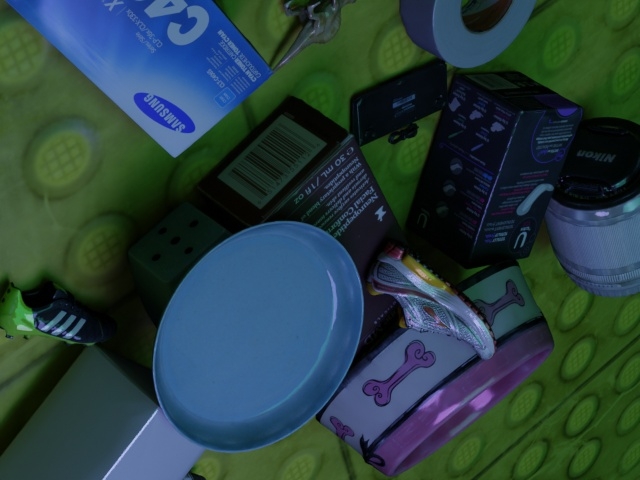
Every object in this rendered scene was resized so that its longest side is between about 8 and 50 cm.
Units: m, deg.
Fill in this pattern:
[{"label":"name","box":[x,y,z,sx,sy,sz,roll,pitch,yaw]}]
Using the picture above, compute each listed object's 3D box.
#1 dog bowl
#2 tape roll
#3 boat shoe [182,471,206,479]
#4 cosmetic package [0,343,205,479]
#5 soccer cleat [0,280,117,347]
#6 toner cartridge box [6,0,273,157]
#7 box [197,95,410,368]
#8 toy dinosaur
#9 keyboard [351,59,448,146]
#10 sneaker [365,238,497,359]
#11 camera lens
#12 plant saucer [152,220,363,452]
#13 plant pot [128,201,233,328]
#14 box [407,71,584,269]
[{"label":"dog bowl","box":[0.196,0.215,2.048,0.408,0.150,0.408,-35,164,-12]},{"label":"tape roll","box":[0.216,-0.359,1.831,0.219,0.072,0.219,-26,134,-30]},{"label":"boat shoe","box":[-0.241,0.453,1.970,0.070,0.077,0.219,24,98,-50]},{"label":"cosmetic package","box":[-0.325,0.337,1.716,0.365,0.155,0.197,-53,152,-3]},{"label":"soccer cleat","box":[-0.325,0.091,1.631,0.179,0.060,0.072,9,109,-45]},{"label":"toner cartridge box","box":[-0.208,-0.249,1.455,0.165,0.075,0.348,-40,142,5]},{"label":"box","box":[0.000,0.000,1.830,0.191,0.143,0.381,-45,142,-11]},{"label":"toy dinosaur","box":[-0.008,-0.284,1.676,0.183,0.053,0.093,-47,142,-9]},{"label":"keyboard","box":[0.117,-0.192,1.897,0.180,0.023,0.108,-26,127,-29]},{"label":"sneaker","box":[0.158,0.097,1.836,0.225,0.088,0.093,39,97,-10]},{"label":"camera lens","box":[0.492,-0.058,2.217,0.219,0.219,0.274,-42,140,-14]},{"label":"plant saucer","box":[-0.083,0.120,1.661,0.317,0.043,0.318,-16,118,-31]},{"label":"plant pot","box":[-0.142,0.076,1.726,0.165,0.165,0.234,-43,134,-14]},{"label":"box","box":[0.269,-0.112,2.012,0.165,0.143,0.270,-8,123,-43]}]
